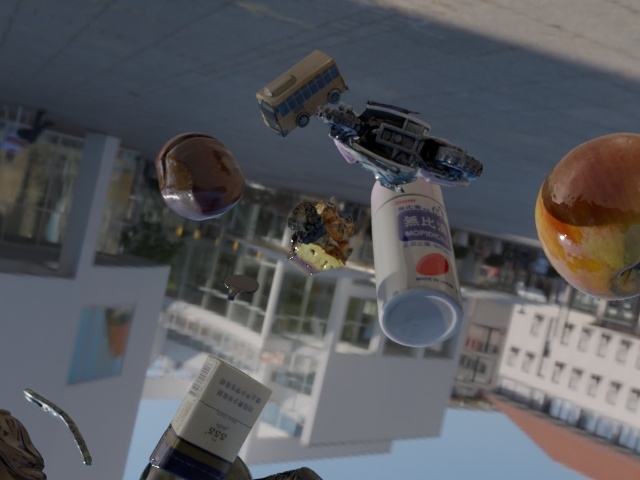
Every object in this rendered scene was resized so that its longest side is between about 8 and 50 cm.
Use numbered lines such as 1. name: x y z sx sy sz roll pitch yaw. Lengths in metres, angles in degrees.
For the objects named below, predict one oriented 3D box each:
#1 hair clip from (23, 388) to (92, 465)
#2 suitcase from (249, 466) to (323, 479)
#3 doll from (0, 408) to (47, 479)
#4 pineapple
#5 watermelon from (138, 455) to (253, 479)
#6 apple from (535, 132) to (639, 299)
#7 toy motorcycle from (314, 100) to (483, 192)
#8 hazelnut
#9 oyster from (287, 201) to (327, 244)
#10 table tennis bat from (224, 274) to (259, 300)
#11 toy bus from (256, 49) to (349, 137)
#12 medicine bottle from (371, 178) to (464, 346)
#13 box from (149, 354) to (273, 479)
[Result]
1. hair clip: -0.475 0.335 1.619 0.229 0.036 0.066 34 152 35
2. suitcase: -0.045 0.627 1.610 0.188 0.345 0.339 -20 123 30
3. doll: -0.587 0.426 1.382 0.209 0.340 0.318 32 155 34
4. pineapple: 0.000 0.000 2.060 0.114 0.186 0.236 39 -166 -12
5. watermelon: -0.297 0.621 2.115 0.285 0.285 0.285 13 -178 0
6. apple: 0.495 -0.034 1.470 0.285 0.286 0.233 12 -136 -27
7. toy motorcycle: 0.111 -0.131 1.284 0.239 0.108 0.204 36 175 5
8. hazelnut: -0.247 -0.128 1.832 0.178 0.178 0.204 11 -165 -41
9. oyster: -0.016 -0.020 1.313 0.019 0.054 0.083 33 165 44
10. table tennis bat: -0.116 0.067 1.257 0.050 0.007 0.083 18 -159 6
11. toy bus: -0.043 -0.310 1.850 0.091 0.182 0.103 40 164 47
12. medicine bottle: 0.150 0.006 1.436 0.130 0.130 0.341 13 -141 -10
13. box: -0.233 0.396 1.896 0.168 0.259 0.071 37 168 -34
